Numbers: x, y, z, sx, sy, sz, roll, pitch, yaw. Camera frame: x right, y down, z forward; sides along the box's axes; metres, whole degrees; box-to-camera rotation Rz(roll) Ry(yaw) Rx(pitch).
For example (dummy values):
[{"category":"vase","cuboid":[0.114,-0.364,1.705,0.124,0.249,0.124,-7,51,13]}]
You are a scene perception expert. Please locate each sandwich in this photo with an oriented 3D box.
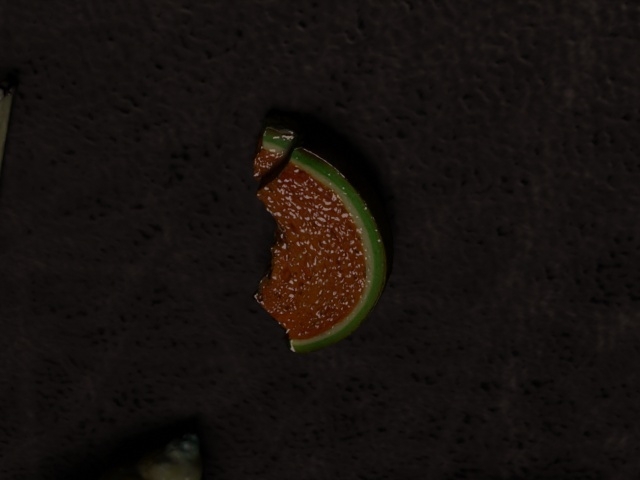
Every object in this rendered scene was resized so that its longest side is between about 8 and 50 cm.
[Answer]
[{"category":"sandwich","cuboid":[0.002,0.002,0.690,0.067,0.029,0.135,8,133,9]}]

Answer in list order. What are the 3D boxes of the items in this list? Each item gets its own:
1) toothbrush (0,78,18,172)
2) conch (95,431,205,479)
[{"category":"toothbrush","cuboid":[-0.182,0.032,0.748,0.028,0.026,0.294,29,131,3]},{"category":"conch","cuboid":[-0.121,0.193,0.836,0.116,0.106,0.173,0,146,-1]}]
